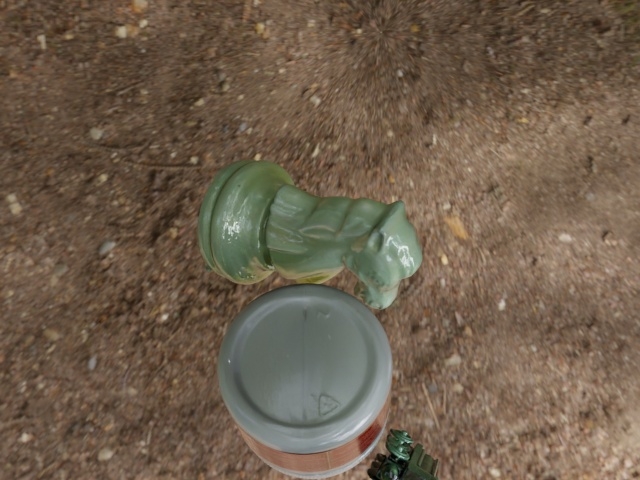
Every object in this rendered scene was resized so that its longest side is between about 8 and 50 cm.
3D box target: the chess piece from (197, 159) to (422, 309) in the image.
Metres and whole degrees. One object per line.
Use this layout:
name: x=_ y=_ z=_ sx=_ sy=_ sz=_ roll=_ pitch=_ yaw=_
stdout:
chess piece: x=0.000 y=0.000 z=1.203 sx=0.298 sy=0.176 sz=0.175 roll=15 pitch=105 yaw=33

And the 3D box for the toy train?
toy train: x=0.132 y=0.343 z=1.401 sx=0.111 sy=0.170 sz=0.071 roll=34 pitch=97 yaw=9

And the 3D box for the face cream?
face cream: x=-0.014 y=0.172 z=1.133 sx=0.201 sy=0.187 sz=0.201 roll=-1 pitch=65 yaw=3
